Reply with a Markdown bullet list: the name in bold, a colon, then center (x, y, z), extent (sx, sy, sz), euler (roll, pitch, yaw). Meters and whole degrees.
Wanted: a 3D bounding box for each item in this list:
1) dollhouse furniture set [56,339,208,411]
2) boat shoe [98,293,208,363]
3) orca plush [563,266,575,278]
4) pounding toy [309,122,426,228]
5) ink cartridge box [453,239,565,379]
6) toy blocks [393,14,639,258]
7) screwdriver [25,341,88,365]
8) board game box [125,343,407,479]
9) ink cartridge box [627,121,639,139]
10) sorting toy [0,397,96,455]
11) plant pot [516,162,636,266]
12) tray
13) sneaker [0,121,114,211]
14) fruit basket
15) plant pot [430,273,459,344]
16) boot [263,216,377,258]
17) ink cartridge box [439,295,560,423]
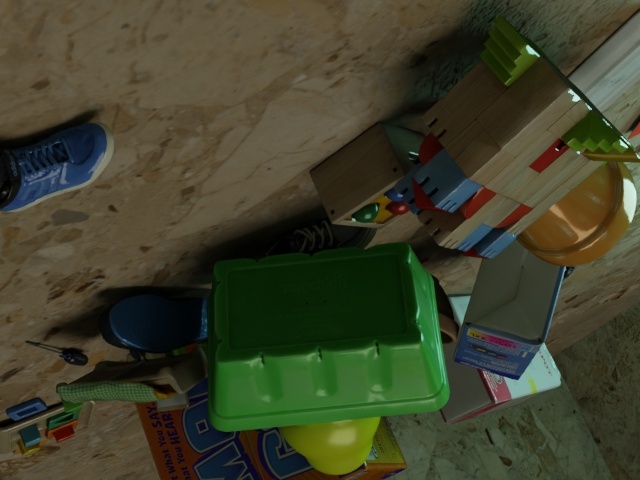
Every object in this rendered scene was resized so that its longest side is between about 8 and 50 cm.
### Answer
- **dollhouse furniture set**: center (-0.254, 0.254, 1.534), extent (0.197, 0.151, 0.301), euler (-10, -176, 14)
- **boat shoe**: center (-0.254, 0.141, 1.489), extent (0.089, 0.109, 0.258), euler (-17, 164, 29)
- **orca plush**: center (0.519, 0.004, 2.139), extent (0.287, 0.102, 0.151), euler (64, 47, -82)
- **pounding toy**: center (0.127, -0.097, 1.304), extent (0.206, 0.094, 0.181), euler (-33, 159, 29)
- **ink cartridge box**: center (0.366, 0.105, 1.862), extent (0.151, 0.270, 0.395), euler (18, 164, 8)
- **toy blocks**: center (0.216, -0.095, 1.187), extent (0.261, 0.191, 0.381), euler (-43, 155, 18)
- **screwdriver**: center (-0.422, 0.181, 1.531), extent (0.025, 0.024, 0.170), euler (-54, 156, 2)
- **board game box**: center (-0.094, 0.340, 1.836), extent (0.356, 0.356, 0.356), euler (-27, 161, 10)
- **ink cartridge box**: center (0.742, -0.267, 1.590), extent (0.385, 0.091, 0.308), euler (-21, 161, -13)
- **sorting toy**: center (-0.539, 0.375, 1.888), extent (0.196, 0.047, 0.348), euler (-15, 160, -24)
- **plant pot**: center (0.359, -0.083, 1.505), extent (0.205, 0.205, 0.188), euler (-33, 143, 27)
- **tray**: center (0.418, -0.238, 1.371), extent (0.145, 0.030, 0.270), euler (-10, 157, -33)
- **sneaker**: center (-0.279, -0.072, 0.936), extent (0.152, 0.058, 0.084), euler (-23, 172, 19)
- **fruit basket**: center (0.008, 0.190, 1.491), extent (0.392, 0.283, 0.392), euler (-4, 149, -2)
- **plant pot**: center (0.155, 0.114, 1.833), extent (0.237, 0.110, 0.237), euler (14, 166, 4)
- **boot**: center (0.000, 0.000, 1.458), extent (0.086, 0.069, 0.190), euler (0, 154, -43)
- **ink cartridge box**: center (0.419, 0.293, 2.453), extent (0.160, 0.279, 0.384), euler (-34, 159, 32)
